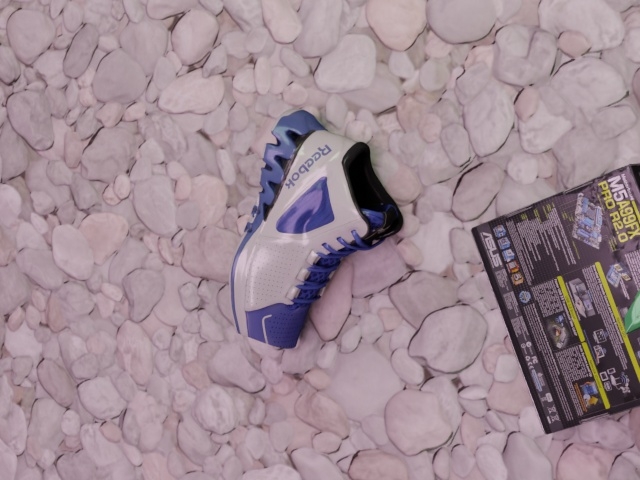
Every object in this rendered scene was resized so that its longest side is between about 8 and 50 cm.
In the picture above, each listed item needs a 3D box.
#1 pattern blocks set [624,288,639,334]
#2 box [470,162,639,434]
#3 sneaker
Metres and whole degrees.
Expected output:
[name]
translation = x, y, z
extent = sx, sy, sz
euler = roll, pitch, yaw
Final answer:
[pattern blocks set]
translation = 0.484, 0.099, 1.327
extent = 0.325, 0.026, 0.285
euler = 20, 99, 22
[box]
translation = 0.324, 0.072, 1.513
extent = 0.216, 0.060, 0.270
euler = -24, 82, 28
[sneaker]
translation = 0.000, -0.001, 1.657
extent = 0.182, 0.127, 0.315
euler = 17, 100, 30
